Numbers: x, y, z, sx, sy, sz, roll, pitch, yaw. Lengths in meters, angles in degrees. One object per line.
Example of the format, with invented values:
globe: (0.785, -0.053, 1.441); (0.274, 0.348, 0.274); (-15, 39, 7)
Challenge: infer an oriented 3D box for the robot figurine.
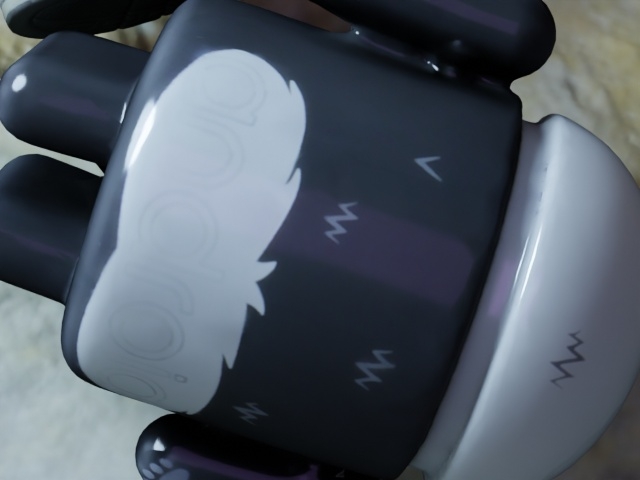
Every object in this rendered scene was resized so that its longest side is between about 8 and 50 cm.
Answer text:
robot figurine: (0.000, 0.001, 0.752); (0.278, 0.209, 0.173); (18, 54, -2)

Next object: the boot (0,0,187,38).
boot: (-0.064, -0.205, 0.807); (0.236, 0.085, 0.178); (-27, 85, -13)
